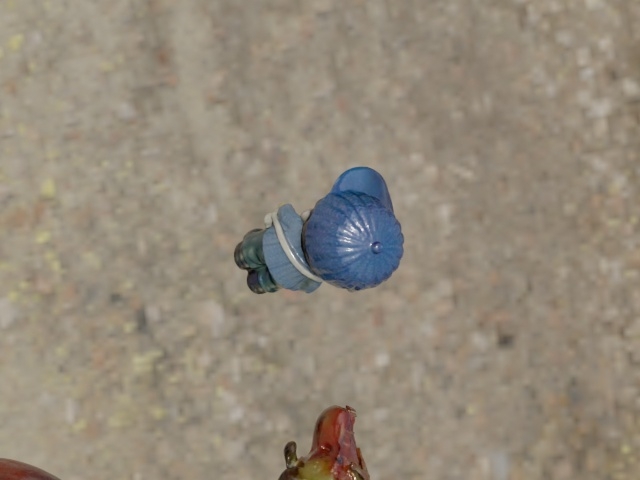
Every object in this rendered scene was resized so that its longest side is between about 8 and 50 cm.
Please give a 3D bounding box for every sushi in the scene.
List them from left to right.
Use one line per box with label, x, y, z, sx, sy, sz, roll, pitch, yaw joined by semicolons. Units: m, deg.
sushi;0.002;0.243;1.487;0.103;0.097;0.226;51;51;-67

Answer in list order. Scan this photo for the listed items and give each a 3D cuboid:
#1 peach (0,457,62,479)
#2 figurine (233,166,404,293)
peach;-0.243;0.242;1.460;0.152;0.152;0.152;15;72;-54
figurine;-0.005;0.004;1.285;0.077;0.136;0.079;63;33;-12
